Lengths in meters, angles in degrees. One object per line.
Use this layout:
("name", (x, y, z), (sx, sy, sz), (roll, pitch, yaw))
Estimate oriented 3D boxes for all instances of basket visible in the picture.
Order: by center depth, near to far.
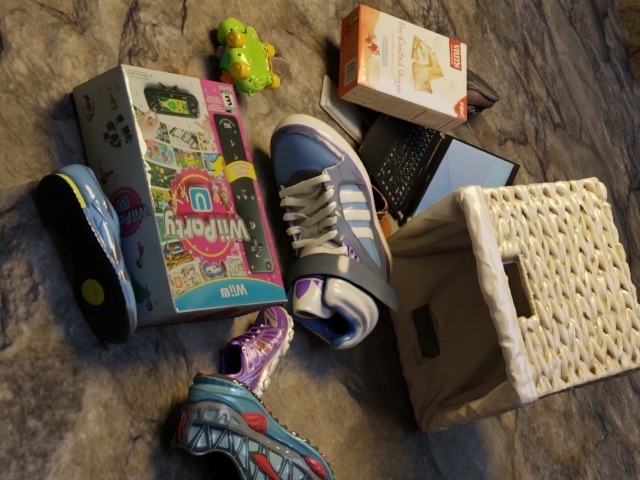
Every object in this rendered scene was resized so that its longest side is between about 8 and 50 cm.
("basket", (0.290, 0.102, 1.643), (0.266, 0.331, 0.328), (-8, 77, -25))

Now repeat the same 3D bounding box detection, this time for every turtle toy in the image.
("turtle toy", (-0.117, -0.270, 1.540), (0.095, 0.066, 0.130), (11, 64, -54))

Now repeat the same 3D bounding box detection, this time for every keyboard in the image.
("keyboard", (0.079, -0.190, 1.852), (0.256, 0.014, 0.072), (42, 37, -39))

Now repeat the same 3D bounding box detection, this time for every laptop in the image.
("laptop", (0.215, -0.145, 1.862), (0.264, 0.136, 0.234), (57, 48, -35))

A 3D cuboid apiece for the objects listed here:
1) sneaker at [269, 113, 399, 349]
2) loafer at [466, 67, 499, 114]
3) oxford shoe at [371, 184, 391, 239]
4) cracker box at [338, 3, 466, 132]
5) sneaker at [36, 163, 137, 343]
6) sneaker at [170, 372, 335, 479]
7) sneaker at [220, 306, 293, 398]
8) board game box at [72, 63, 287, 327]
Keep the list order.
("sneaker", (0.000, 0.000, 1.510), (0.323, 0.130, 0.236), (63, 28, -22))
("loafer", (0.273, -0.307, 2.161), (0.109, 0.095, 0.302), (48, 20, 22))
("oxford shoe", (0.079, -0.043, 1.686), (0.212, 0.076, 0.076), (40, 56, -59))
("cracker box", (0.146, -0.296, 1.822), (0.232, 0.067, 0.156), (14, 67, -29))
("sneaker", (-0.246, 0.012, 1.190), (0.082, 0.069, 0.209), (-28, 97, -62))
("sneaker", (-0.090, 0.278, 1.284), (0.262, 0.104, 0.125), (46, 57, -28))
("sneaker", (-0.088, 0.140, 1.365), (0.071, 0.068, 0.170), (49, 38, -22))
("board game box", (-0.172, -0.051, 1.311), (0.224, 0.097, 0.303), (-2, 76, -57))
